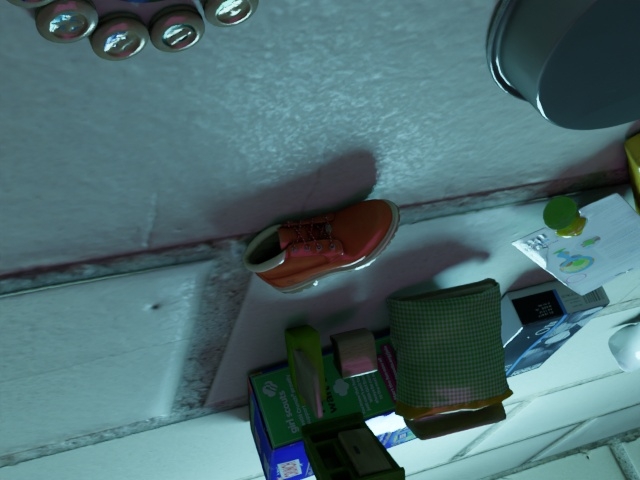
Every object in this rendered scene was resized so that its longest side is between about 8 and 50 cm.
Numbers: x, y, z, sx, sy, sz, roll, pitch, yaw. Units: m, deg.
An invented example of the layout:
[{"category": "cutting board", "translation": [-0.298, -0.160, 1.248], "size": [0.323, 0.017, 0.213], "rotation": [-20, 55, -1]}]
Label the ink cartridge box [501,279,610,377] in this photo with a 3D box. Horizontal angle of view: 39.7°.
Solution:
[{"category": "ink cartridge box", "translation": [0.321, 0.167, 1.456], "size": [0.165, 0.065, 0.333], "rotation": [-13, 155, -20]}]

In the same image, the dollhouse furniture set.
[{"category": "dollhouse furniture set", "translation": [0.125, 0.185, 1.112], "size": [0.301, 0.198, 0.151], "rotation": [-11, -162, -13]}]

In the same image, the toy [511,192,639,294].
[{"category": "toy", "translation": [0.346, -0.007, 1.129], "size": [0.136, 0.056, 0.237], "rotation": [-29, 150, 26]}]

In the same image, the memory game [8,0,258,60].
[{"category": "memory game", "translation": [-0.091, -0.167, 0.501], "size": [0.186, 0.012, 0.186], "rotation": [-17, 155, -8]}]

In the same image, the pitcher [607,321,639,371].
[{"category": "pitcher", "translation": [0.684, 0.166, 1.701], "size": [0.177, 0.126, 0.207], "rotation": [-29, 175, -38]}]

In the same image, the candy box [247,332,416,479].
[{"category": "candy box", "translation": [0.054, 0.248, 1.332], "size": [0.317, 0.122, 0.268], "rotation": [-17, 156, -13]}]

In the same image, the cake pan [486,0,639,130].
[{"category": "cake pan", "translation": [0.278, -0.187, 0.710], "size": [0.293, 0.054, 0.293], "rotation": [-18, 155, -9]}]

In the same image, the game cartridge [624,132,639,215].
[{"category": "game cartridge", "translation": [0.517, -0.108, 1.067], "size": [0.285, 0.053, 0.323], "rotation": [-28, 156, 13]}]

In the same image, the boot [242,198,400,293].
[{"category": "boot", "translation": [0.000, 0.000, 0.864], "size": [0.157, 0.059, 0.084], "rotation": [-29, 150, 18]}]
